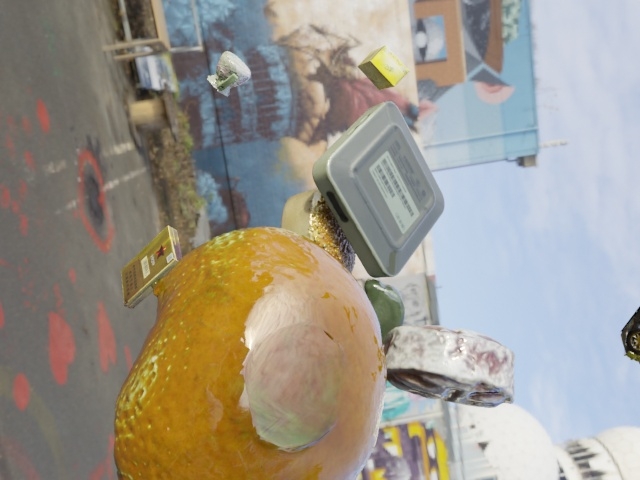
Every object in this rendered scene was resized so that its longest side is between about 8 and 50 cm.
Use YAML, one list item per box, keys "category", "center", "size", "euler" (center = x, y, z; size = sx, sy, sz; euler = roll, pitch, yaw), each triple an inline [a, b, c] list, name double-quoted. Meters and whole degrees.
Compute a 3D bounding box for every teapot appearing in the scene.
- category: "teapot"
  center: [-0.166, -0.295, 1.228]
  size: [0.064, 0.064, 0.083]
  euler: [38, 21, -26]

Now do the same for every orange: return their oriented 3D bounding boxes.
- category: "orange"
  center: [-0.050, 0.150, 0.697]
  size: [0.262, 0.196, 0.335]
  euler: [40, 59, -30]

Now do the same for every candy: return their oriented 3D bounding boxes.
- category: "candy"
  center: [0.264, 0.256, 1.418]
  size: [0.214, 0.289, 0.157]
  euler: [113, -11, -67]

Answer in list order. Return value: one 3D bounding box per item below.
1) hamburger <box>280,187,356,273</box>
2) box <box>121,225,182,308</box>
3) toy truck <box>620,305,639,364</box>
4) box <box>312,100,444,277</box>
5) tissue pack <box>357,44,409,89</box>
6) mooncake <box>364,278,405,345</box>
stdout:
- category: "hamburger"
  center: [0.000, 0.000, 1.855]
  size: [0.302, 0.170, 0.302]
  euler: [0, 90, -76]
- category: "box"
  center: [-0.297, 0.047, 1.194]
  size: [0.023, 0.133, 0.090]
  euler: [34, 22, -42]
- category: "toy truck"
  center: [0.964, 0.173, 1.728]
  size: [0.180, 0.254, 0.405]
  euler: [-15, 140, -61]
- category: "box"
  center: [0.171, -0.139, 1.806]
  size: [0.373, 0.090, 0.367]
  euler: [-49, 117, -38]
- category: "tissue pack"
  center: [0.167, -0.464, 1.846]
  size: [0.095, 0.062, 0.176]
  euler: [45, 2, -13]
- category: "mooncake"
  center: [0.134, 0.186, 1.773]
  size: [0.168, 0.175, 0.104]
  euler: [60, 5, -13]
